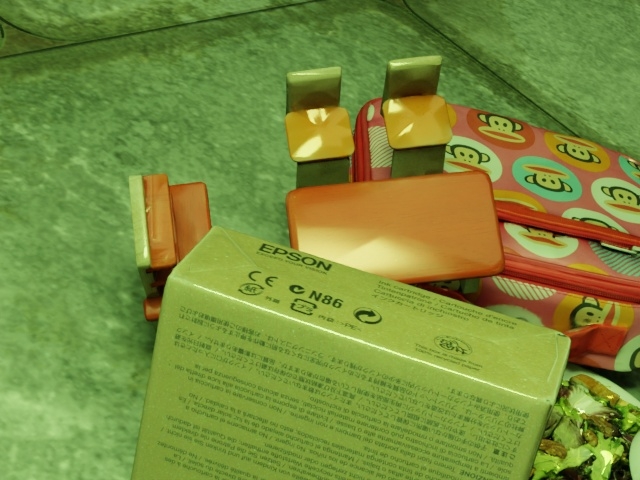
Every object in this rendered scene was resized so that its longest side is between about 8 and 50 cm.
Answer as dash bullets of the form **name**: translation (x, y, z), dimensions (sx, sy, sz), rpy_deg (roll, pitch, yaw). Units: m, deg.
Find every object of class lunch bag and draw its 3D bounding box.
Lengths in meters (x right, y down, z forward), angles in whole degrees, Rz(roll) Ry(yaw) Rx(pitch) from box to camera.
- **lunch bag**: translation (0.154, 0.004, 1.266), dimensions (0.293, 0.120, 0.258), rpy_deg (12, 35, -8)

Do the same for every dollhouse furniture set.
- **dollhouse furniture set**: translation (0.000, 0.000, 1.077), dimensions (0.259, 0.135, 0.262), rpy_deg (-7, 68, -4)

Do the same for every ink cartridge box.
- **ink cartridge box**: translation (0.013, 0.120, 0.920), dimensions (0.235, 0.193, 0.088), rpy_deg (18, 28, 8)

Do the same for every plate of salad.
- **plate of salad**: translation (0.198, 0.148, 1.153), dimensions (0.200, 0.048, 0.200), rpy_deg (16, 34, -11)

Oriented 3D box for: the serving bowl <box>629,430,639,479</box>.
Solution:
- **serving bowl**: translation (0.269, 0.173, 1.125), dimensions (0.083, 0.027, 0.083), rpy_deg (21, 51, -28)
